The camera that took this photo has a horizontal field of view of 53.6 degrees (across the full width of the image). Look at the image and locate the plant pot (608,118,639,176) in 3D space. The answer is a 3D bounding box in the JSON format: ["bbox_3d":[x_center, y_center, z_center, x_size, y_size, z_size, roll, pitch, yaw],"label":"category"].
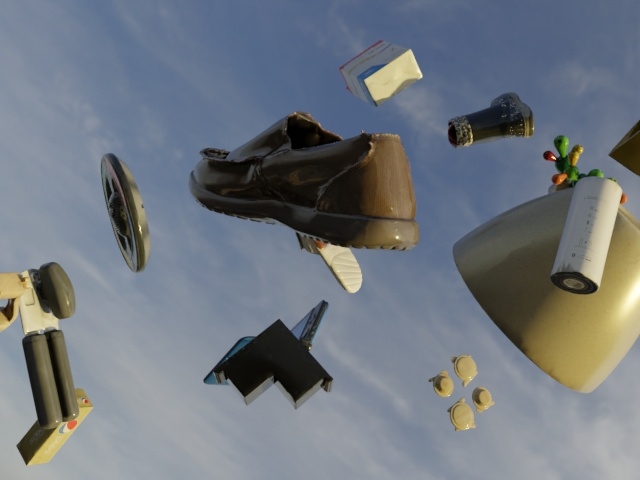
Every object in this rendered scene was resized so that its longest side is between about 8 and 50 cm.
[{"bbox_3d":[0.423,-0.117,0.769,0.083,0.081,0.081,44,-20,7],"label":"plant pot"}]

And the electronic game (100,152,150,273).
[{"bbox_3d":[-0.369,-0.050,1.185,0.229,0.048,0.230,42,-40,49],"label":"electronic game"}]

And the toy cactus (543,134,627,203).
[{"bbox_3d":[0.522,-0.106,1.309,0.219,0.112,0.180,50,-8,0],"label":"toy cactus"}]

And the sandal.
[{"bbox_3d":[-0.005,0.005,1.376,0.076,0.102,0.265,-22,-80,39],"label":"sandal"}]

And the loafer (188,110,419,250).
[{"bbox_3d":[-0.023,-0.079,0.729,0.365,0.133,0.130,16,-82,46],"label":"loafer"}]

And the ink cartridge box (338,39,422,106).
[{"bbox_3d":[0.134,-0.413,1.544,0.078,0.134,0.231,57,-2,-29],"label":"ink cartridge box"}]

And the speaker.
[{"bbox_3d":[0.317,-0.008,0.754,0.055,0.136,0.055,20,-22,8],"label":"speaker"}]

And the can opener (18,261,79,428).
[{"bbox_3d":[-0.469,0.181,1.113,0.095,0.076,0.284,-15,-94,27],"label":"can opener"}]

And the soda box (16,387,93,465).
[{"bbox_3d":[-0.583,0.408,1.389,0.181,0.061,0.058,-50,-117,10],"label":"soda box"}]

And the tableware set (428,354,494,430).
[{"bbox_3d":[0.345,0.367,1.538,0.169,0.141,0.020,62,-27,9],"label":"tableware set"}]

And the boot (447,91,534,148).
[{"bbox_3d":[0.380,-0.281,1.479,0.178,0.236,0.085,-10,-67,3],"label":"boot"}]

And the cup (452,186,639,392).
[{"bbox_3d":[0.421,0.047,1.048,0.331,0.331,0.237,42,-66,-1],"label":"cup"}]

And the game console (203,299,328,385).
[{"bbox_3d":[-0.144,0.270,1.682,0.173,0.250,0.293,34,-45,-8],"label":"game console"}]

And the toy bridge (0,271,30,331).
[{"bbox_3d":[-0.377,0.089,0.707,0.188,0.063,0.026,-35,-106,25],"label":"toy bridge"}]

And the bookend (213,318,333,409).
[{"bbox_3d":[-0.085,0.257,1.165,0.157,0.156,0.072,44,-22,20],"label":"bookend"}]
